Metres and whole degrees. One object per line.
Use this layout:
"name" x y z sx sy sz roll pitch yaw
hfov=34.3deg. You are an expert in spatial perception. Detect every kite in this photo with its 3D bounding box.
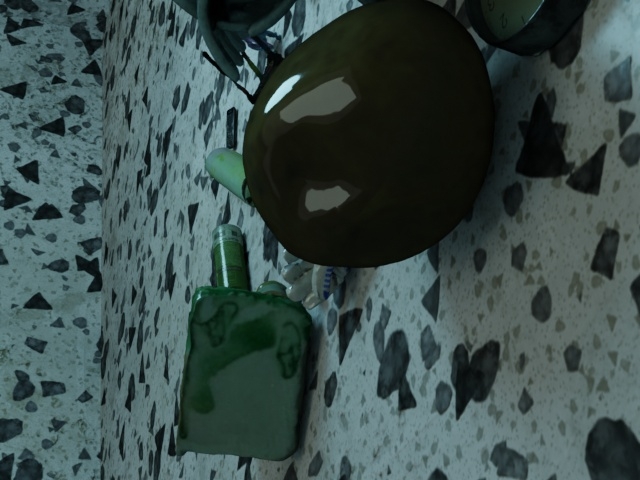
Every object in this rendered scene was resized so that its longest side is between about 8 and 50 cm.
"kite" -0.098 -0.266 1.680 0.015 0.285 0.152 3 70 31

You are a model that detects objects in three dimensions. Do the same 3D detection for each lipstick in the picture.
"lipstick" -0.154 -0.123 1.990 0.304 0.076 0.076 -148 67 -67

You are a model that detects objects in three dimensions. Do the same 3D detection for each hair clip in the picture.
"hair clip" -0.077 -0.401 1.445 0.238 0.392 0.318 -34 26 17

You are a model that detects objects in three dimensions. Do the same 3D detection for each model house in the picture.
"model house" -0.132 0.191 1.740 0.325 0.194 0.267 -131 48 -80

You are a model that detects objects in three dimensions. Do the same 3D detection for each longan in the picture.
"longan" 0.058 -0.115 1.178 0.350 0.288 0.288 -46 41 49

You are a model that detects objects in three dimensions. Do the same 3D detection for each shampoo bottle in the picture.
"shampoo bottle" -0.168 0.063 1.985 0.065 0.065 0.204 120 150 -45

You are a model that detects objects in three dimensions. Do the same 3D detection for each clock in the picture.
"clock" 0.225 -0.313 1.110 0.226 0.049 0.226 -172 90 -70

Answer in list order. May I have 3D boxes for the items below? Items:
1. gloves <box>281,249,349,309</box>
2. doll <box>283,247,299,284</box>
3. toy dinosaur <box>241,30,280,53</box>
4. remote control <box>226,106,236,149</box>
"gloves" 0.006 -0.002 1.506 0.119 0.097 0.229 -102 29 -63
"doll" -0.036 0.001 1.668 0.114 0.057 0.227 83 177 -52
"toy dinosaur" -0.118 -0.383 1.972 0.197 0.080 0.045 -126 50 -61
"remote control" -0.186 -0.237 2.189 0.034 0.016 0.091 -21 63 49
